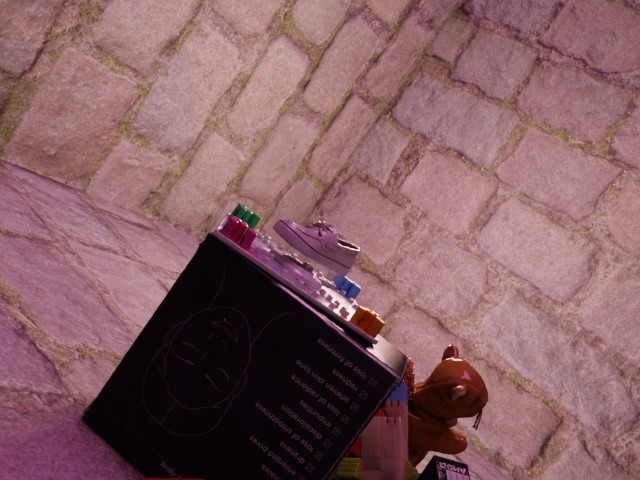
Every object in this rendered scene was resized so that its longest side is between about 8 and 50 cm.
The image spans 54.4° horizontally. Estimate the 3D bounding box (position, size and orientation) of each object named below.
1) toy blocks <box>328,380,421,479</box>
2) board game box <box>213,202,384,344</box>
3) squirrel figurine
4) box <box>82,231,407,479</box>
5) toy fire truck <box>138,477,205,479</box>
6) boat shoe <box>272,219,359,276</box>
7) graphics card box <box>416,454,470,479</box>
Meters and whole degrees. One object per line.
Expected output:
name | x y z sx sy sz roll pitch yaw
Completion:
toy blocks | 0.068 0.463 1.554 0.381 0.261 0.191 -6 -27 17
board game box | -0.048 0.054 1.383 0.390 0.050 0.390 35 4 -8
squirrel figurine | 0.245 0.441 1.694 0.397 0.370 0.281 33 31 -9
box | -0.144 0.310 1.331 0.480 0.472 0.297 37 4 10
toy fire truck | -0.240 0.457 0.896 0.253 0.169 0.302 22 27 5
boat shoe | 0.000 0.000 1.410 0.267 0.088 0.096 32 5 -44
graphics card box | 0.243 0.668 1.283 0.094 0.233 0.371 17 29 -8
